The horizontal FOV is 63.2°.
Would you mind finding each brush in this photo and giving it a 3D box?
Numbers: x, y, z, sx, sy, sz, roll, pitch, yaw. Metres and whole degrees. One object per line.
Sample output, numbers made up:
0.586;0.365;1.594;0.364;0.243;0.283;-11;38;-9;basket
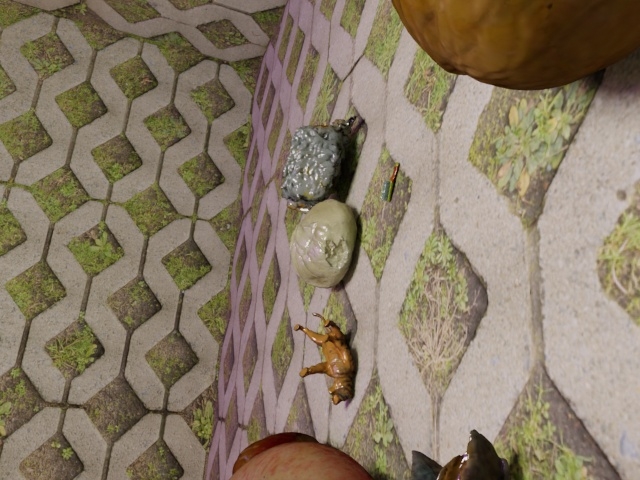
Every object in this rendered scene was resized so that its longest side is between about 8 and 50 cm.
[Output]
0.143;-0.123;1.073;0.019;0.021;0.083;-132;55;-71;brush

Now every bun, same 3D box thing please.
0.000;0.000;1.251;0.220;0.134;0.220;-168;90;-75;bun

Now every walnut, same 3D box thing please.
0.221;-0.349;0.506;0.354;0.308;0.397;-104;32;-53;walnut

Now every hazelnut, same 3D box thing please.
-0.080;0.526;1.086;0.229;0.230;0.229;-170;90;-72;hazelnut

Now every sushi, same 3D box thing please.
-0.011;-0.201;1.334;0.184;0.140;0.274;-50;-22;-81;sushi

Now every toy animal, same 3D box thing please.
0.022;0.228;1.161;0.114;0.116;0.255;-47;24;17;toy animal

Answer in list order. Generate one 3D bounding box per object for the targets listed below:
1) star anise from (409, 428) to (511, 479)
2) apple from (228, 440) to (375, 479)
0.168;0.385;0.584;0.332;0.118;0.331;-161;90;-73;star anise
-0.035;0.495;0.817;0.345;0.270;0.344;-27;57;49;apple
